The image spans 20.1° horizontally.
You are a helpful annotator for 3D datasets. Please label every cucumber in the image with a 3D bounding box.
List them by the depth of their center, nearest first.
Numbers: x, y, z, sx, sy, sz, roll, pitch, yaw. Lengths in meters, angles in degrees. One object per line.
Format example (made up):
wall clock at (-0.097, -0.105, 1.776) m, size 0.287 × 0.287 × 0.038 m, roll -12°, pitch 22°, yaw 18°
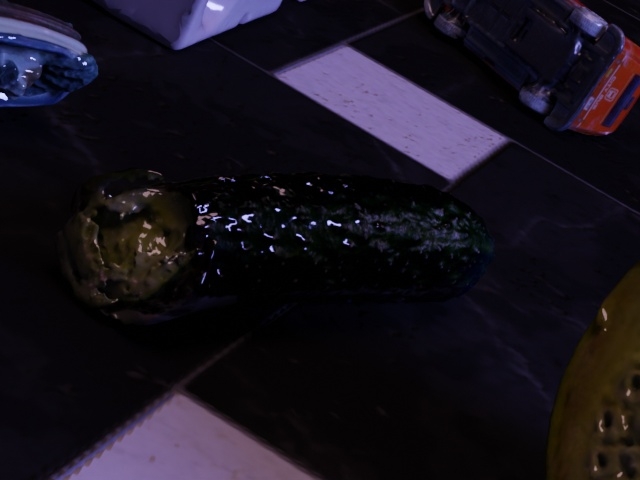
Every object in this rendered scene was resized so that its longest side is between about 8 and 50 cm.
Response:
cucumber at (0.001, -0.001, 0.785) m, size 0.245 × 0.067 × 0.067 m, roll -3°, pitch 37°, yaw -46°

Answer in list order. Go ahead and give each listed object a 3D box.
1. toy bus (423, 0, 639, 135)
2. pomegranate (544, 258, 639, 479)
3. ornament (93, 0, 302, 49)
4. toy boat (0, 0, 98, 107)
toy bus at (0.149, -0.141, 1.231) m, size 0.077 × 0.079 × 0.174 m, roll 16°, pitch 23°, yaw -45°
pomegranate at (0.205, 0.102, 0.642) m, size 0.159 × 0.190 × 0.241 m, roll 39°, pitch 7°, yaw -44°
ornament at (-0.090, -0.288, 1.076) m, size 0.239 × 0.239 × 0.240 m, roll 32°, pitch 23°, yaw 10°
toy boat at (-0.159, -0.070, 0.783) m, size 0.140 × 0.059 × 0.066 m, roll 5°, pitch 58°, yaw -44°
